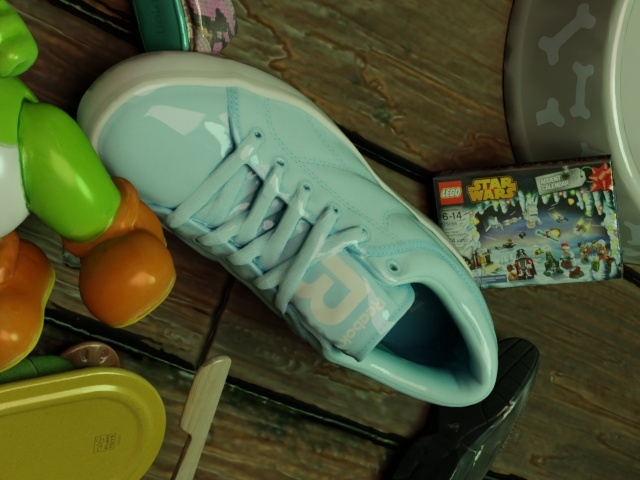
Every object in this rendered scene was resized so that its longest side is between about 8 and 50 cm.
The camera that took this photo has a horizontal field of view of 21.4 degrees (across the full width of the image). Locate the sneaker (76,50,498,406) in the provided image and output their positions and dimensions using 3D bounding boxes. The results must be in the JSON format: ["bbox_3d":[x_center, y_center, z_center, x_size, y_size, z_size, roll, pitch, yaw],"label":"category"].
[{"bbox_3d":[0.000,0.000,1.155,0.366,0.150,0.135,30,106,-33],"label":"sneaker"}]

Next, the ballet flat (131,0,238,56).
[{"bbox_3d":[-0.105,-0.222,1.122,0.079,0.077,0.221,-40,124,-42],"label":"ballet flat"}]

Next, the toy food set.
[{"bbox_3d":[-0.180,0.122,1.135,0.218,0.071,0.128,-8,126,-30],"label":"toy food set"}]

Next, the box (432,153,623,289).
[{"bbox_3d":[0.160,-0.012,1.297,0.137,0.027,0.094,-6,105,13],"label":"box"}]

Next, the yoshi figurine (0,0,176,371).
[{"bbox_3d":[-0.239,-0.071,0.961,0.203,0.203,0.362,-47,123,-23],"label":"yoshi figurine"}]

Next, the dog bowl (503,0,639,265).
[{"bbox_3d":[0.316,-0.143,1.385,0.349,0.102,0.348,-7,103,-32],"label":"dog bowl"}]

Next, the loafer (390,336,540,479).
[{"bbox_3d":[0.119,0.152,1.340,0.170,0.062,0.061,-50,143,-12],"label":"loafer"}]
